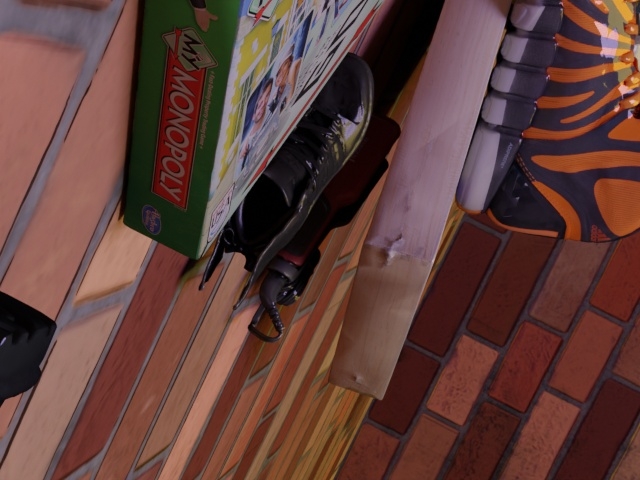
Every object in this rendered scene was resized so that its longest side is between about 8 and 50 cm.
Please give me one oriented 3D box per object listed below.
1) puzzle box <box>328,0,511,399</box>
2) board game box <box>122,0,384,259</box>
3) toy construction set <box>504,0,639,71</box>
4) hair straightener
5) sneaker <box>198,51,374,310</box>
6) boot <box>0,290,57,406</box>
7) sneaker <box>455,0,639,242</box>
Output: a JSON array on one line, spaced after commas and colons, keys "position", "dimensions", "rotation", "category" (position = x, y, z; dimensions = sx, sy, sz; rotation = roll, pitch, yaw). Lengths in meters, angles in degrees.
[{"position": [0.099, -0.101, 1.159], "dimensions": [0.272, 0.052, 0.409], "rotation": [102, 6, -62], "category": "puzzle box"}, {"position": [0.010, -0.166, 0.682], "dimensions": [0.317, 0.046, 0.213], "rotation": [-57, 171, -35], "category": "board game box"}, {"position": [0.236, -0.265, 1.318], "dimensions": [0.328, 0.151, 0.215], "rotation": [-91, -179, -49], "category": "toy construction set"}, {"position": [0.000, 0.000, 1.107], "dimensions": [0.089, 0.047, 0.230], "rotation": [107, 7, -50], "category": "hair straightener"}, {"position": [-0.019, -0.040, 0.873], "dimensions": [0.170, 0.051, 0.089], "rotation": [-60, 177, 5], "category": "sneaker"}, {"position": [-0.160, 0.092, 0.255], "dimensions": [0.207, 0.094, 0.246], "rotation": [-68, 164, 6], "category": "boot"}, {"position": [0.229, -0.141, 1.083], "dimensions": [0.124, 0.180, 0.321], "rotation": [-68, 174, -58], "category": "sneaker"}]
